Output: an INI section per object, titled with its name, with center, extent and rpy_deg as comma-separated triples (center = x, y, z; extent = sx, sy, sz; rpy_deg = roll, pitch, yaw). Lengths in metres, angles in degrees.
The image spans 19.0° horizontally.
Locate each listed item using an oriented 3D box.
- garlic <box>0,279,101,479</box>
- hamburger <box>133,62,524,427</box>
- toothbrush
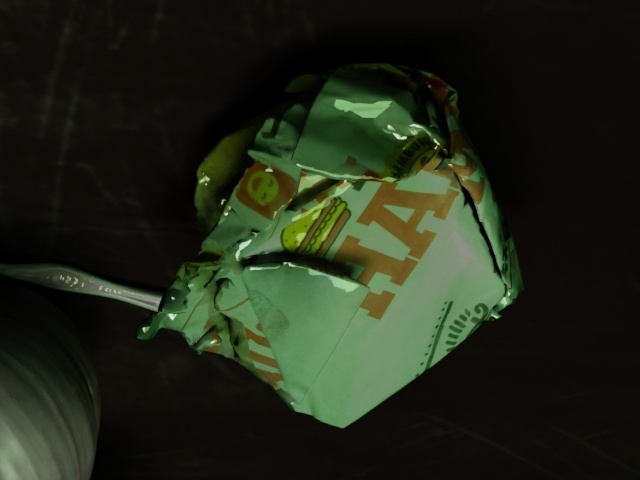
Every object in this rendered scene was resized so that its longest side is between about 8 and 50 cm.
[garlic]
center = -0.260, 0.138, 1.169
extent = 0.207, 0.207, 0.257
rpy_deg = 21, 115, -34
[hamburger]
center = -0.002, 0.002, 1.159
extent = 0.235, 0.125, 0.214
rpy_deg = -26, 131, 6
[toothbrush]
center = -0.158, 0.027, 1.211
extent = 0.204, 0.022, 0.017
rpy_deg = 15, 113, -30
